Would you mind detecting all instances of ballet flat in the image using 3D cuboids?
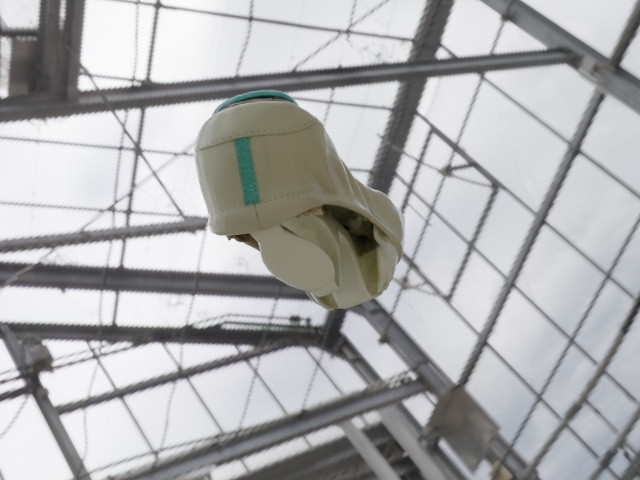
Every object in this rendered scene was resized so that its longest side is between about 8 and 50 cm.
[{"bbox_3d":[0.000,0.000,0.527,0.086,0.086,0.248,-45,-26,4],"label":"ballet flat"}]
